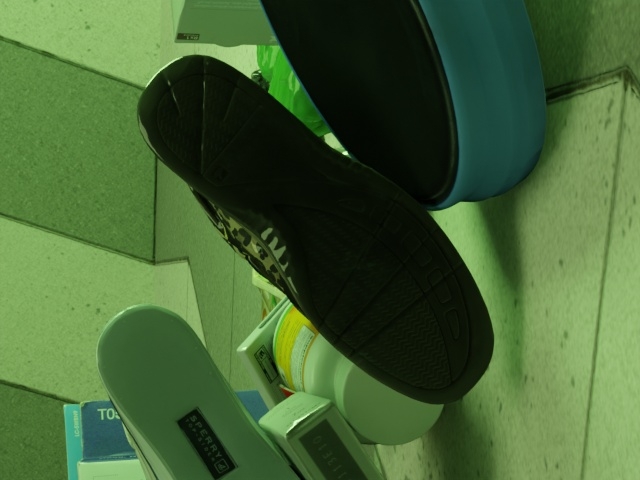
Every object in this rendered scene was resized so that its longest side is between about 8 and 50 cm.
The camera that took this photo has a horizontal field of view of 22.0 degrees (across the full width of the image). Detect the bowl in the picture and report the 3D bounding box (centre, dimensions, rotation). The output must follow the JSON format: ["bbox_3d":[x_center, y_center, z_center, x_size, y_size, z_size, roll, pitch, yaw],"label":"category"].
[{"bbox_3d":[0.043,-0.200,1.375,0.391,0.077,0.391,53,162,25],"label":"bowl"}]

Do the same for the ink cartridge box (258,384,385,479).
[{"bbox_3d":[0.038,0.265,1.540,0.275,0.060,0.239,56,168,-6],"label":"ink cartridge box"}]

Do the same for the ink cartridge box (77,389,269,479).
[{"bbox_3d":[-0.115,0.324,1.907,0.071,0.324,0.330,102,163,-68],"label":"ink cartridge box"}]

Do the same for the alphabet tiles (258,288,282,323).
[{"bbox_3d":[-0.054,0.045,2.328,0.342,0.011,0.285,-121,32,-65],"label":"alphabet tiles"}]

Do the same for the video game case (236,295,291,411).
[{"bbox_3d":[-0.014,0.136,1.793,0.019,0.143,0.157,-2,125,43],"label":"video game case"}]

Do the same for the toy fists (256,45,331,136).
[{"bbox_3d":[-0.019,-0.226,1.979,0.279,0.096,0.142,-105,29,-51],"label":"toy fists"}]

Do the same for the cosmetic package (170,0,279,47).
[{"bbox_3d":[-0.104,-0.334,1.797,0.107,0.127,0.238,111,153,-57],"label":"cosmetic package"}]

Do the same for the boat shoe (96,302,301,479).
[{"bbox_3d":[-0.098,0.235,1.523,0.367,0.136,0.156,57,169,6],"label":"boat shoe"}]

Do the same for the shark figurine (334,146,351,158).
[{"bbox_3d":[0.001,-0.012,1.738,0.278,0.166,0.116,116,149,-64],"label":"shark figurine"}]

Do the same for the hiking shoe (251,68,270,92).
[{"bbox_3d":[-0.042,-0.128,2.152,0.227,0.086,0.114,-97,0,-48],"label":"hiking shoe"}]

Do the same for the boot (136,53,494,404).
[{"bbox_3d":[0.000,0.000,1.506,0.138,0.377,0.284,-49,-6,-4],"label":"boot"}]

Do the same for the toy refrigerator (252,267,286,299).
[{"bbox_3d":[-0.022,0.016,2.002,0.269,0.094,0.102,-162,71,-76],"label":"toy refrigerator"}]

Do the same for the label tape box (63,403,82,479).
[{"bbox_3d":[-0.146,0.321,2.028,0.106,0.334,0.240,110,156,-58],"label":"label tape box"}]

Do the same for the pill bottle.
[{"bbox_3d":[0.041,0.125,1.638,0.246,0.136,0.136,-150,60,-75],"label":"pill bottle"}]
